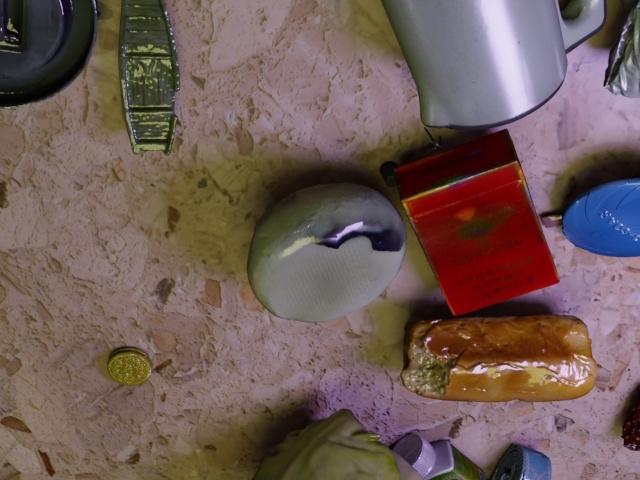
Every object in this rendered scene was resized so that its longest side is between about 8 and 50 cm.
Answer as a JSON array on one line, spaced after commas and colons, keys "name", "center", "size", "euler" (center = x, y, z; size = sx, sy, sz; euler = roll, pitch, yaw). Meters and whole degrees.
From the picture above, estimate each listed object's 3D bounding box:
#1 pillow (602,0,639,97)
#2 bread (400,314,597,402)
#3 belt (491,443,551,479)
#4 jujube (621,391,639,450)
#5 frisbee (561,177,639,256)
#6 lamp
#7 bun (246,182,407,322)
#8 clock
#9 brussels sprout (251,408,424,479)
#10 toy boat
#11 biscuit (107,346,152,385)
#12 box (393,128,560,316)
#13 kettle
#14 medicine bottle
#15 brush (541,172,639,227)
[{"name": "pillow", "center": [0.579, -0.335, 1.614], "size": [0.309, 0.138, 0.283], "euler": [-5, 126, -2]}, {"name": "bread", "center": [0.314, 0.218, 1.962], "size": [0.343, 0.149, 0.195], "euler": [-1, 166, -1]}, {"name": "belt", "center": [0.394, 0.492, 2.193], "size": [0.082, 0.147, 0.163], "euler": [17, 95, -10]}, {"name": "jujube", "center": [0.647, 0.340, 2.125], "size": [0.104, 0.104, 0.166], "euler": [14, 135, -12]}, {"name": "frisbee", "center": [0.528, -0.025, 1.835], "size": [0.242, 0.045, 0.242], "euler": [2, 150, 1]}, {"name": "lamp", "center": [0.146, -0.131, 1.789], "size": [0.041, 0.054, 0.121], "euler": [36, 116, -24]}, {"name": "bun", "center": [0.000, 0.000, 1.810], "size": [0.283, 0.179, 0.283], "euler": [-16, 143, -12]}, {"name": "clock", "center": [-0.479, -0.343, 1.604], "size": [0.312, 0.061, 0.313], "euler": [-1, 125, -2]}, {"name": "brussels sprout", "center": [0.036, 0.567, 2.045], "size": [0.361, 0.342, 0.425], "euler": [-41, 98, -21]}, {"name": "toy boat", "center": [-0.262, -0.268, 1.672], "size": [0.093, 0.055, 0.293], "euler": [1, 126, -2]}, {"name": "biscuit", "center": [-0.357, 0.236, 2.044], "size": [0.084, 0.023, 0.084], "euler": [-1, 127, -2]}, {"name": "box", "center": [0.265, -0.022, 1.825], "size": [0.197, 0.089, 0.313], "euler": [-18, 135, 11]}, {"name": "kettle", "center": [0.241, -0.390, 1.530], "size": [0.361, 0.250, 0.377], "euler": [-35, 127, -13]}, {"name": "medicine bottle", "center": [0.230, 0.474, 2.201], "size": [0.132, 0.088, 0.188], "euler": [-37, 120, 22]}, {"name": "brush", "center": [0.524, -0.069, 1.849], "size": [0.301, 0.071, 0.084], "euler": [-16, 128, 15]}]
